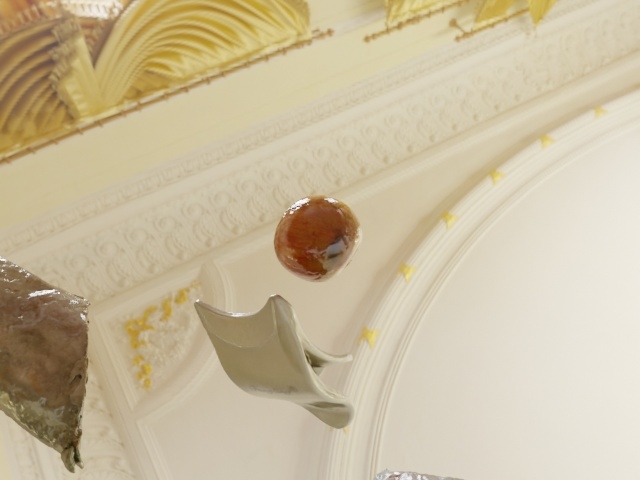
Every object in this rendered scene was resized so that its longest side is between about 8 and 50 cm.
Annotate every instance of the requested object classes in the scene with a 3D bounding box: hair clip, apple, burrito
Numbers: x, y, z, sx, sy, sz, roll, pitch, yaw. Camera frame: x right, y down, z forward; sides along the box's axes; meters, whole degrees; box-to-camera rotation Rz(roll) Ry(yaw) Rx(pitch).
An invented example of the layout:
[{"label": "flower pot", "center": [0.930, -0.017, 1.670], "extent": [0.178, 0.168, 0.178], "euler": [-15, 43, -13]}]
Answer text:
[{"label": "hair clip", "center": [-0.046, 0.184, 0.940], "extent": [0.172, 0.282, 0.113], "euler": [-8, -121, 39]}, {"label": "apple", "center": [0.000, 0.000, 1.025], "extent": [0.146, 0.146, 0.146], "euler": [-3, -131, 4]}, {"label": "burrito", "center": [-0.374, 0.110, 0.775], "extent": [0.348, 0.107, 0.175], "euler": [29, -122, 11]}]

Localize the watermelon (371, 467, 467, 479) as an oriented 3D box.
[{"label": "watermelon", "center": [0.091, 0.355, 0.615], "extent": [0.201, 0.261, 0.213], "euler": [23, -145, 22]}]
